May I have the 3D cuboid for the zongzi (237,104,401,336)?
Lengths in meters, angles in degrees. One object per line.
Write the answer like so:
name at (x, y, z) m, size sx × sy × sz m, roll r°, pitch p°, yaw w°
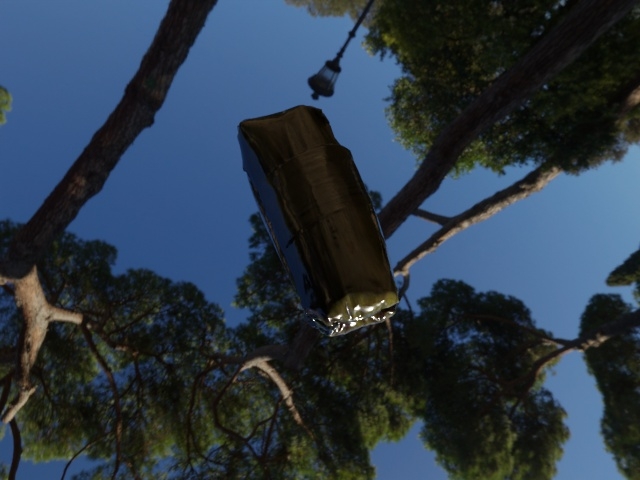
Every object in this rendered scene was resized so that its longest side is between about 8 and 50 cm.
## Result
zongzi at (0.000, 0.000, 0.624) m, size 0.139 × 0.300 × 0.285 m, roll -20°, pitch -107°, yaw -7°
